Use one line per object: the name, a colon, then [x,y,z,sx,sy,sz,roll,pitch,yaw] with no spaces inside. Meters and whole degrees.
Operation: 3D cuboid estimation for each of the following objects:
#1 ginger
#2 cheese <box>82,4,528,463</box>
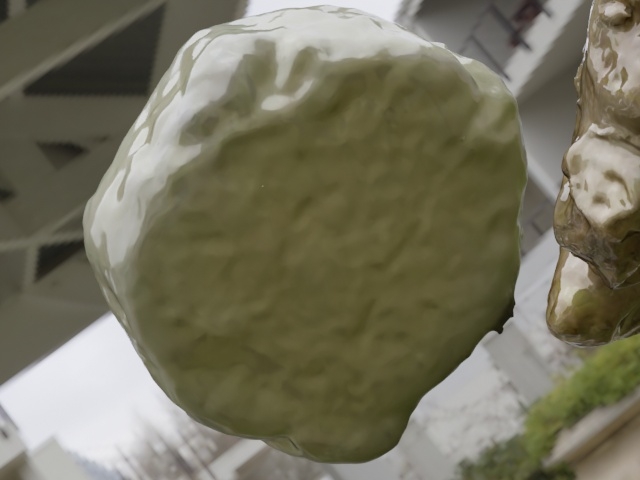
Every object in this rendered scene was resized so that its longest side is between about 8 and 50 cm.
ginger: [0.119,-0.051,0.454,0.213,0.074,0.137,97,-160,-54]
cheese: [0.000,0.000,1.003,0.318,0.326,0.115,-17,26,-13]
